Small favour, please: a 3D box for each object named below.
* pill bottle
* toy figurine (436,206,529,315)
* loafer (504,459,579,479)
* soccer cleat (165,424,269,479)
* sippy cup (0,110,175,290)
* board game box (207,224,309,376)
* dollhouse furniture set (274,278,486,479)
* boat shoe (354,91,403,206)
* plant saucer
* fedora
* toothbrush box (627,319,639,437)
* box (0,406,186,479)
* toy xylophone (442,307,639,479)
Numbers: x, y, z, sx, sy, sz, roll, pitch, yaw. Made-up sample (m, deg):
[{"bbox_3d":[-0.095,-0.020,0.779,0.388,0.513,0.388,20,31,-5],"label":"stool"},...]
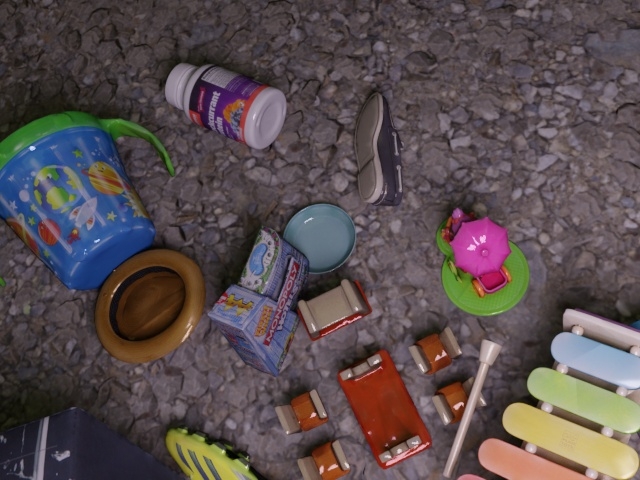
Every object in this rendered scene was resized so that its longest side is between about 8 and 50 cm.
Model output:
[{"bbox_3d":[-0.164,-0.235,1.383,0.193,0.108,0.108,24,75,22],"label":"pill bottle"},{"bbox_3d":[0.220,0.005,1.161,0.130,0.159,0.173,-29,64,0],"label":"toy figurine"},{"bbox_3d":[0.287,0.312,1.048,0.092,0.102,0.269,10,65,29],"label":"loafer"},{"bbox_3d":[-0.119,0.362,1.134,0.289,0.093,0.121,28,83,23],"label":"soccer cleat"},{"bbox_3d":[-0.390,-0.049,1.310,0.305,0.240,0.224,-45,74,20],"label":"sippy cup"},{"bbox_3d":[-0.081,0.087,1.168,0.060,0.194,0.194,19,82,20],"label":"board game box"},{"bbox_3d":[0.066,0.190,1.161,0.262,0.135,0.259,-26,76,2],"label":"dollhouse furniture set"},{"bbox_3d":[0.100,-0.145,1.320,0.065,0.075,0.206,16,59,-26],"label":"boat shoe"},{"bbox_3d":[0.000,0.000,1.293,0.119,0.021,0.119,-5,67,12],"label":"plant saucer"},{"bbox_3d":[-0.257,0.108,1.278,0.194,0.079,0.194,-6,69,17],"label":"fedora"},{"bbox_3d":[0.541,0.171,1.032,0.295,0.126,0.216,-25,64,3],"label":"toothbrush box"},{"bbox_3d":[-0.412,0.522,0.950,0.479,0.297,0.472,-21,48,11],"label":"box"},{"bbox_3d":[0.270,0.239,0.980,0.236,0.081,0.323,11,76,26],"label":"toy xylophone"}]
